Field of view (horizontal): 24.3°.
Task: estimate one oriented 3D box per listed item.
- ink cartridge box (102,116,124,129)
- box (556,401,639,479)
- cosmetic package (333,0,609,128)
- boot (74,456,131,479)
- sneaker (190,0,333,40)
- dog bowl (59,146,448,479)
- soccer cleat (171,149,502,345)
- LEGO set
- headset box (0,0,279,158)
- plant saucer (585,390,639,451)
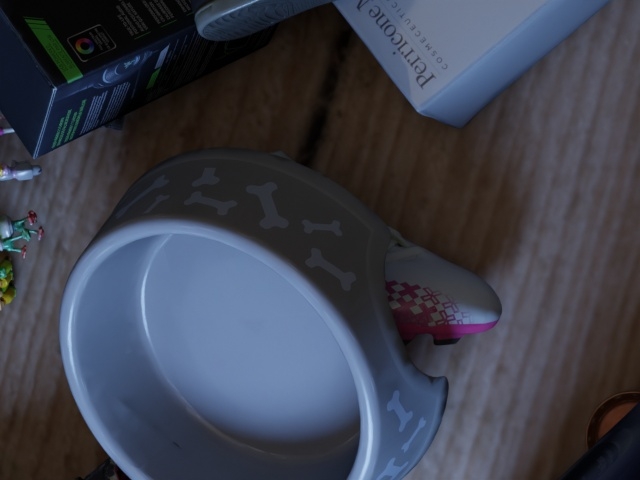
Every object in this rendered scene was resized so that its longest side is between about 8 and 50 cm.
[{"bbox_3d":[-0.243,-0.144,1.426,0.115,0.029,0.062,8,91,15],"label":"ink cartridge box"},{"bbox_3d":[0.260,0.258,1.136,0.183,0.296,0.294,44,99,3],"label":"box"},{"bbox_3d":[0.180,-0.297,1.251,0.385,0.156,0.217,-41,78,11],"label":"cosmetic package"},{"bbox_3d":[-0.294,0.266,1.375,0.284,0.138,0.377,-26,86,14],"label":"boot"},{"bbox_3d":[-0.012,-0.253,1.187,0.222,0.083,0.118,-18,78,13],"label":"sneaker"},{"bbox_3d":[-0.069,0.100,1.259,0.349,0.102,0.348,14,121,24],"label":"dog bowl"},{"bbox_3d":[0.000,0.000,1.309,0.331,0.116,0.143,10,102,16],"label":"soccer cleat"},{"bbox_3d":[-0.292,-0.081,1.400,0.107,0.132,0.287,-9,89,-12],"label":"LEGO set"},{"bbox_3d":[-0.204,-0.242,1.293,0.283,0.131,0.246,-29,78,-28],"label":"headset box"},{"bbox_3d":[0.272,0.172,1.290,0.084,0.013,0.083,0,88,14],"label":"plant saucer"}]
